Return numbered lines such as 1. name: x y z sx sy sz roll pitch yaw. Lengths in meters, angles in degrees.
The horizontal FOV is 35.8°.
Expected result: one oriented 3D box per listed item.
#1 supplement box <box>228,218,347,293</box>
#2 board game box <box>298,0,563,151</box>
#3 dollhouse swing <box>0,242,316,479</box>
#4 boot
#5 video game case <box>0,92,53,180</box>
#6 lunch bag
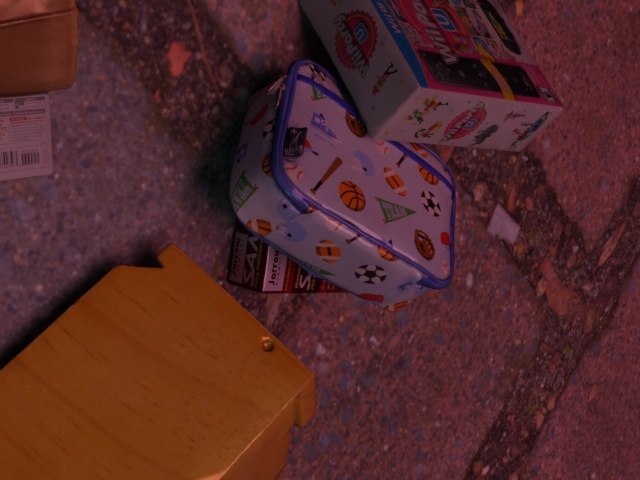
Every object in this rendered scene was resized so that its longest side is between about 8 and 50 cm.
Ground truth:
1. supplement box: 0.000 0.000 1.291 0.239 0.073 0.130 1 99 -43
2. board game box: 0.147 -0.235 1.268 0.303 0.224 0.097 -3 148 -44
3. dollhouse swing: -0.215 0.252 1.165 0.315 0.305 0.347 43 65 3
4. boot: -0.343 -0.222 0.847 0.270 0.089 0.236 -18 135 -37
5. video game case: -0.359 -0.146 0.942 0.212 0.023 0.193 -12 110 -40
6. lunch bag: 0.033 -0.073 1.190 0.303 0.115 0.243 35 45 -27
